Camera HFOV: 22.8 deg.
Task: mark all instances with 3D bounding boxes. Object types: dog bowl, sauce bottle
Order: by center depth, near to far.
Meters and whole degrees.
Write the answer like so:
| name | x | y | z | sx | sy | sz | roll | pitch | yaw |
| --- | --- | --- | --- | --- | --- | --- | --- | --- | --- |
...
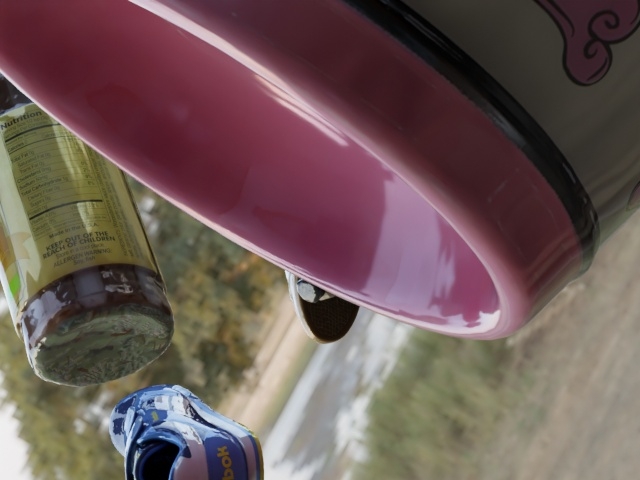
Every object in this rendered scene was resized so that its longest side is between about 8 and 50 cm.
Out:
| name | x | y | z | sx | sy | sz | roll | pitch | yaw |
| --- | --- | --- | --- | --- | --- | --- | --- | --- | --- |
| dog bowl | -0.013 | -0.100 | 0.778 | 0.150 | 0.408 | 0.408 | -58 | 2 | -12 |
| sauce bottle | -0.204 | -0.056 | 1.179 | 0.111 | 0.111 | 0.344 | -58 | 43 | 41 |

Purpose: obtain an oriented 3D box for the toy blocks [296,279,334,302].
| name | x | y | z | sx | sy | sz | roll | pitch | yaw |
| --- | --- | --- | --- | --- | --- | --- | --- | --- | --- |
| toy blocks | 0.100 | -0.160 | 1.174 | 0.260 | 0.289 | 0.309 | -15 | 20 | 44 |

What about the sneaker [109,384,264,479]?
| name | x | y | z | sx | sy | sz | roll | pitch | yaw |
| --- | --- | --- | --- | --- | --- | --- | --- | --- | --- |
| sneaker | -0.090 | 0.118 | 0.905 | 0.144 | 0.059 | 0.053 | 10 | 107 | 55 |

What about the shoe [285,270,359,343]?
| name | x | y | z | sx | sy | sz | roll | pitch | yaw |
| --- | --- | --- | --- | --- | --- | --- | --- | --- | --- |
| shoe | 0.000 | 0.000 | 1.641 | 0.058 | 0.076 | 0.219 | 146 | 123 | -69 |
